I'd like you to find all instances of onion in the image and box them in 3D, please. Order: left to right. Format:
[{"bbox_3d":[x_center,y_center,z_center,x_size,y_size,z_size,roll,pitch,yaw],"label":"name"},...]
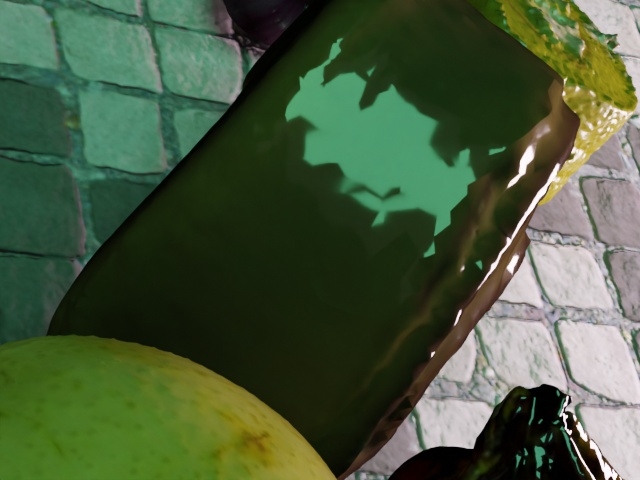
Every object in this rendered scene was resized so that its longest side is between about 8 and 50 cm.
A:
[{"bbox_3d":[-0.033,-0.221,1.382,0.115,0.104,0.115,27,50,-37],"label":"onion"}]

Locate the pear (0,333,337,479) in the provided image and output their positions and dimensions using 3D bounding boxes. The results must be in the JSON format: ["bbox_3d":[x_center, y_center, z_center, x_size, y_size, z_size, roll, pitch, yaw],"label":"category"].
[{"bbox_3d":[-0.135,0.212,0.798,0.348,0.348,0.348,19,48,-22],"label":"pear"}]

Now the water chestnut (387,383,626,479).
[{"bbox_3d":[0.111,0.233,1.001,0.289,0.289,0.244,2,68,-34],"label":"water chestnut"}]

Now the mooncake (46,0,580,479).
[{"bbox_3d":[0.000,0.000,1.141,0.246,0.393,0.394,38,84,-2],"label":"mooncake"}]

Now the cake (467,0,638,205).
[{"bbox_3d":[0.155,-0.152,1.402,0.179,0.156,0.260,30,28,-28],"label":"cake"}]
